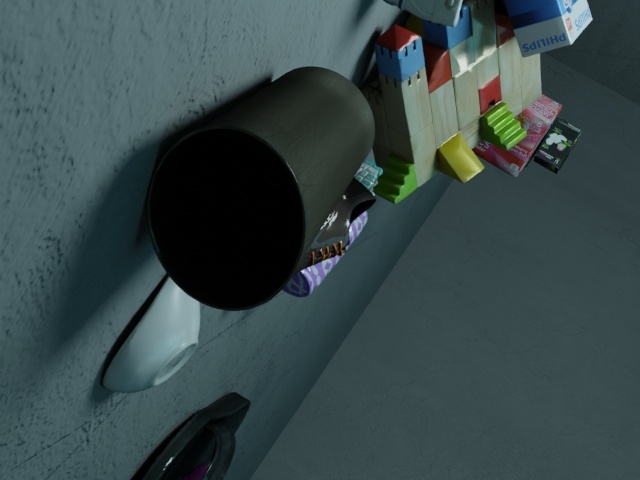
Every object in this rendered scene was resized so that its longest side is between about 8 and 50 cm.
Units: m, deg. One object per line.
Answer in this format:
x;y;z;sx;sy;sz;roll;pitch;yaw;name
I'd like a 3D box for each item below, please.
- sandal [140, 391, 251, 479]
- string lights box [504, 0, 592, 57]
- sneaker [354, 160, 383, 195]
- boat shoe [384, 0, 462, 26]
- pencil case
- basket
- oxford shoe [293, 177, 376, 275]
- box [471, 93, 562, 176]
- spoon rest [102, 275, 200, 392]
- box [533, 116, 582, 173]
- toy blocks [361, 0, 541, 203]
-0.196;0.373;1.638;0.167;0.107;0.446;-62;170;16;sandal
0.291;-0.401;1.327;0.077;0.259;0.133;-12;-159;34;string lights box
0.052;-0.073;1.707;0.166;0.065;0.076;-53;-174;-13;sneaker
0.209;-0.406;1.087;0.367;0.156;0.136;-63;179;28;boat shoe
0.000;0.000;1.559;0.206;0.086;0.088;-54;138;-36;pencil case
-0.044;-0.070;0.942;0.227;0.154;0.204;-52;170;-51;basket
-0.010;-0.003;1.443;0.271;0.098;0.097;-53;169;-28;oxford shoe
0.299;-0.247;1.774;0.122;0.257;0.128;-42;161;-55;box
-0.149;0.067;1.089;0.276;0.084;0.137;-46;169;3;spoon rest
0.434;-0.173;1.752;0.083;0.052;0.062;-57;167;0;box
0.199;-0.269;1.435;0.381;0.191;0.261;-36;135;-24;toy blocks
